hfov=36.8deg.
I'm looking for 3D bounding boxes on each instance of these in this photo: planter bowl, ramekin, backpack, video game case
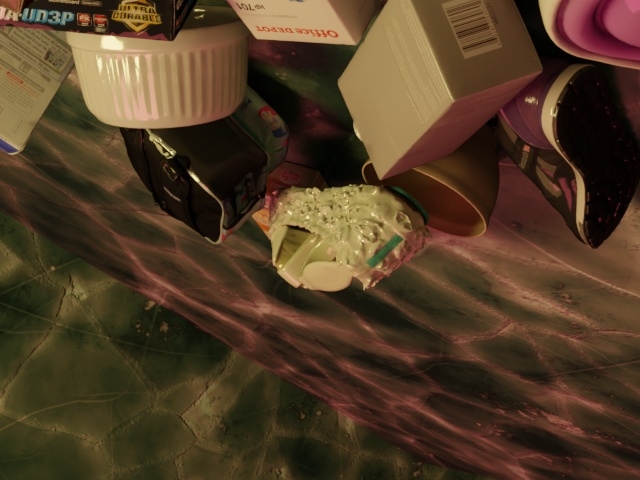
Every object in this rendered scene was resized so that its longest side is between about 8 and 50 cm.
[{"bbox_3d":[0.146,-0.091,1.139,0.162,0.109,0.162,28,165,8],"label":"planter bowl"},{"bbox_3d":[-0.178,-0.200,1.094,0.207,0.207,0.109,13,117,33],"label":"ramekin"},{"bbox_3d":[-0.161,-0.121,1.306,0.225,0.191,0.253,44,158,13],"label":"backpack"},{"bbox_3d":[-0.423,-0.280,1.167,0.269,0.244,0.061,36,160,-27],"label":"video game case"}]

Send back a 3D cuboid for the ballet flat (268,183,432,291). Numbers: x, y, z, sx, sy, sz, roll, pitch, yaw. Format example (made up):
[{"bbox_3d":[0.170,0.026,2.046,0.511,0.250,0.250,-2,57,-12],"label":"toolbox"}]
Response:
[{"bbox_3d":[0.000,0.000,1.261,0.147,0.147,0.409,31,169,-16],"label":"ballet flat"}]

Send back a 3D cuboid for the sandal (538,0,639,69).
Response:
[{"bbox_3d":[0.331,-0.103,0.561,0.416,0.102,0.169,4,158,-1],"label":"sandal"}]

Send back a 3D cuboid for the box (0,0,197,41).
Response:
[{"bbox_3d":[-0.245,-0.265,1.006,0.220,0.175,0.051,5,119,1],"label":"box"}]

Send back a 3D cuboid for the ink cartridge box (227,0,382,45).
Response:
[{"bbox_3d":[-0.042,-0.280,0.924,0.139,0.082,0.191,12,156,37],"label":"ink cartridge box"}]

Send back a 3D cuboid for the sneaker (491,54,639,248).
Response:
[{"bbox_3d":[0.254,-0.103,1.027,0.124,0.107,0.283,30,164,39],"label":"sneaker"}]

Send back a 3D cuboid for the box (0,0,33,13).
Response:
[{"bbox_3d":[-0.304,-0.346,0.864,0.203,0.168,0.167,27,131,-3],"label":"box"}]

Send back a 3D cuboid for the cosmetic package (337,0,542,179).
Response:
[{"bbox_3d":[0.106,-0.160,0.945,0.238,0.107,0.127,136,113,-74],"label":"cosmetic package"}]

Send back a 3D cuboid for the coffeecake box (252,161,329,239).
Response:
[{"bbox_3d":[-0.046,-0.055,1.561,0.142,0.068,0.185,17,159,28],"label":"coffeecake box"}]
